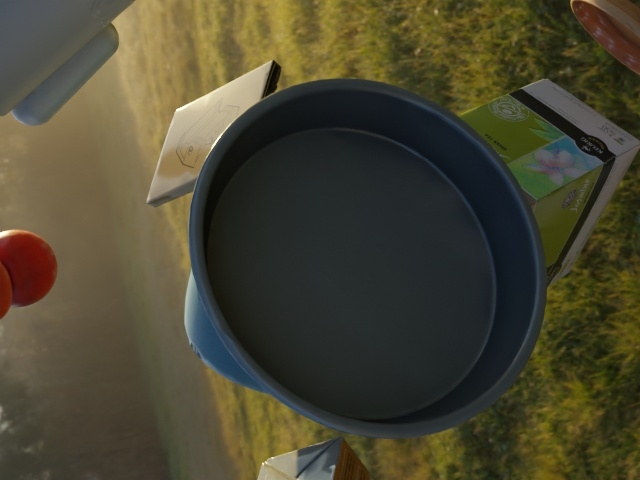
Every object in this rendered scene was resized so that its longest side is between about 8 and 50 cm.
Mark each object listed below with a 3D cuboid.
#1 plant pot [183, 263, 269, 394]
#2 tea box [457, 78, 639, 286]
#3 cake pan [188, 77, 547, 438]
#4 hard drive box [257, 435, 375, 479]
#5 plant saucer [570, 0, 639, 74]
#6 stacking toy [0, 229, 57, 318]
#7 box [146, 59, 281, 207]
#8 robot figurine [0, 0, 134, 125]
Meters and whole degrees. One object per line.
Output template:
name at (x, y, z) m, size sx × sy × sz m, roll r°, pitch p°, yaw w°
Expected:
plant pot at (0.000, 0.000, 0.821) m, size 0.290 × 0.290 × 0.195 m, roll -130°, pitch 38°, yaw -55°
tea box at (0.316, -0.054, 1.350) m, size 0.220 × 0.324 × 0.329 m, roll 44°, pitch 143°, yaw 28°
cake pan at (0.038, 0.010, 0.619) m, size 0.054 × 0.293 × 0.293 m, roll 132°, pitch 125°, yaw -63°
hard drive box at (0.028, 0.318, 0.665) m, size 0.232 × 0.089 × 0.181 m, roll 56°, pitch -155°, yaw -23°
plant saucer at (0.459, -0.306, 1.158) m, size 0.037 × 0.200 × 0.200 m, roll -48°, pitch 39°, yaw 11°
stacking toy at (-0.399, 0.063, 0.788) m, size 0.141 × 0.330 × 0.141 m, roll 9°, pitch 112°, yaw 22°
box at (-0.143, -0.139, 1.032) m, size 0.201 × 0.021 × 0.164 m, roll -17°, pitch 49°, yaw 39°
robot figurine at (-0.294, -0.215, 0.642) m, size 0.200 × 0.353 × 0.300 m, roll 49°, pitch -179°, yaw 38°
